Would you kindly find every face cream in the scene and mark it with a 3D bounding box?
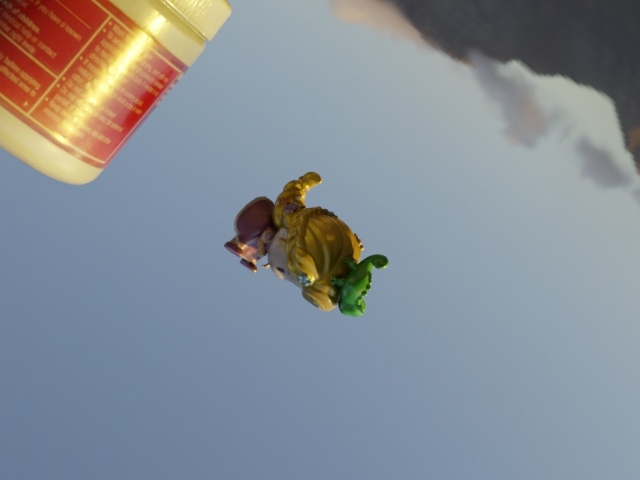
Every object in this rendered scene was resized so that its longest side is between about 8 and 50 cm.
[{"bbox_3d":[-0.200,-0.171,0.841,0.201,0.187,0.201,40,-177,-3],"label":"face cream"}]

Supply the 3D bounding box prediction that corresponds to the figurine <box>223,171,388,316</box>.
[{"bbox_3d":[0.000,0.000,1.041,0.156,0.115,0.095,27,174,38],"label":"figurine"}]
